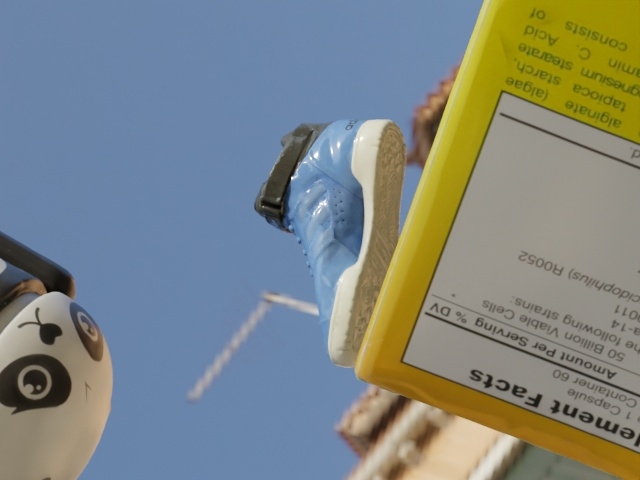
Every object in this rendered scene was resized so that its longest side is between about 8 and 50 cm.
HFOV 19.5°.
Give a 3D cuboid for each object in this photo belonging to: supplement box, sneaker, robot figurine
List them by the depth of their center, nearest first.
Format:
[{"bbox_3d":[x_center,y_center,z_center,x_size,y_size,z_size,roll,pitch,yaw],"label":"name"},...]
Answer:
[{"bbox_3d":[0.172,-0.082,0.867,0.195,0.194,0.356,-61,-8,-54],"label":"supplement box"},{"bbox_3d":[0.000,0.000,1.141,0.058,0.085,0.152,16,-101,-61],"label":"sneaker"},{"bbox_3d":[-0.272,0.073,1.222,0.209,0.278,0.173,-63,-10,-8],"label":"robot figurine"}]
